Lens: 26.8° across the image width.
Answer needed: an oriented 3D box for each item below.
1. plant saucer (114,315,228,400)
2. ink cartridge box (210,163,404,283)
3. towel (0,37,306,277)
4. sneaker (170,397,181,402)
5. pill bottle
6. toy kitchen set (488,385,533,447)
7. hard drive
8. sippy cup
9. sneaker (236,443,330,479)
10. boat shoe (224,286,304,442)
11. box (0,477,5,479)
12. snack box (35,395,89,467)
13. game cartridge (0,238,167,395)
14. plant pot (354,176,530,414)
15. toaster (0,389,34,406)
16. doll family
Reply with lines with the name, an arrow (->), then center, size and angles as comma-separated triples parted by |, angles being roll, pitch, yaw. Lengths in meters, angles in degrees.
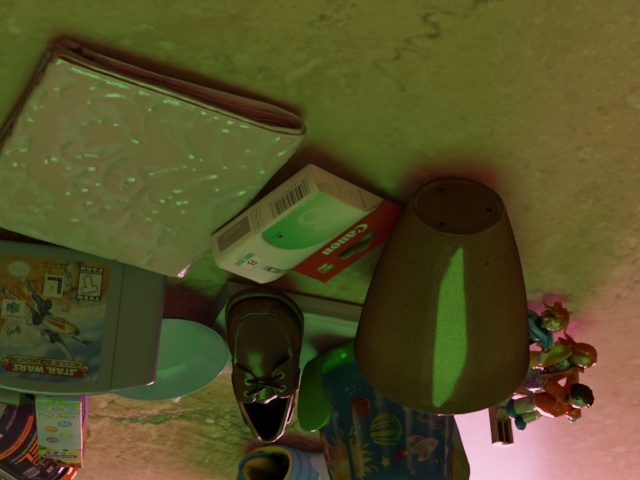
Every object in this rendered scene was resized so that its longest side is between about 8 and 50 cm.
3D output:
plant saucer -> -0.230, 0.159, 1.911 | 0.195, 0.037, 0.195 | -8, 140, -7
ink cartridge box -> 0.000, 0.000, 1.717 | 0.181, 0.056, 0.225 | -36, 141, 27
towel -> -0.230, -0.088, 1.621 | 0.317, 0.053, 0.332 | 17, 140, -25
sneaker -> -0.236, 0.210, 2.065 | 0.044, 0.040, 0.109 | -32, 142, 11
pill bottle -> -0.475, 0.307, 2.099 | 0.130, 0.130, 0.245 | -16, 144, 17
toy kitchen set -> 0.325, 0.287, 2.174 | 0.068, 0.075, 0.083 | 13, 146, -23
hard drive -> -0.026, 0.151, 1.988 | 0.308, 0.040, 0.203 | 11, 142, -20
sippy cup -> 0.098, 0.291, 1.968 | 0.306, 0.224, 0.240 | 5, 144, -13
sneaker -> -0.093, 0.452, 2.343 | 0.208, 0.127, 0.319 | 20, 129, -32
boat shoe -> -0.073, 0.182, 1.900 | 0.111, 0.104, 0.307 | -5, 145, 2
box -> -0.601, 0.377, 2.244 | 0.191, 0.045, 0.184 | 16, 140, -39
snack box -> -0.364, 0.202, 1.918 | 0.070, 0.174, 0.207 | 4, 143, -8
game cartridge -> -0.357, 0.104, 1.766 | 0.297, 0.198, 0.062 | 7, 170, -14
plant pot -> 0.167, 0.052, 1.733 | 0.237, 0.237, 0.254 | -1, 129, -3
toaster -> -0.467, 0.146, 1.877 | 0.147, 0.129, 0.227 | 8, 146, -9
doll family -> 0.312, 0.158, 1.985 | 0.163, 0.118, 0.263 | -25, 122, 37
